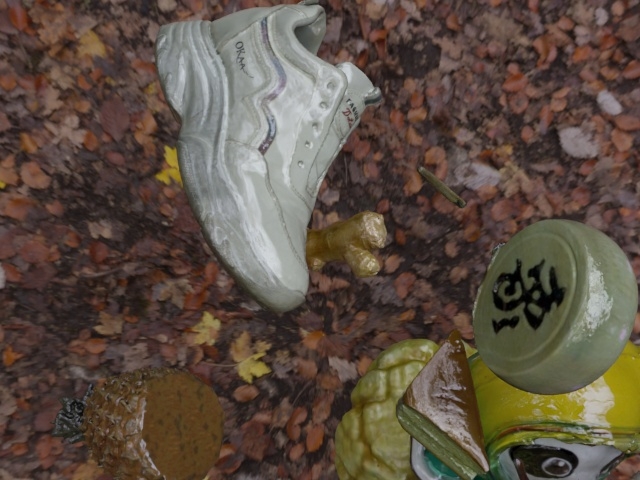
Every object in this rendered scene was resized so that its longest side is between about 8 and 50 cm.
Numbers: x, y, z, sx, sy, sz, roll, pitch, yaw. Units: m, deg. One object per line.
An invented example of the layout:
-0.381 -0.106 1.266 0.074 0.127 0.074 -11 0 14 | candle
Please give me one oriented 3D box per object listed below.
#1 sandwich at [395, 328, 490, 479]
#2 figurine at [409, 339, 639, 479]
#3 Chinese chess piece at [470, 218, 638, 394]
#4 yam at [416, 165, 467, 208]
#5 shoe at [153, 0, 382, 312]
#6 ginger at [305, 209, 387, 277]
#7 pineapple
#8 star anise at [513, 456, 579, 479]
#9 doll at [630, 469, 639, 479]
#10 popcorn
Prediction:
0.063 0.092 0.433 0.044 0.031 0.083 1 54 -9 | sandwich
0.273 0.219 1.003 0.324 0.340 0.231 9 52 -21 | figurine
0.185 0.053 0.633 0.058 0.144 0.144 22 83 -22 | Chinese chess piece
0.156 -0.068 1.010 0.107 0.014 0.014 32 82 -40 | yam
-0.035 -0.106 0.788 0.211 0.132 0.342 -20 68 4 | shoe
0.003 0.001 1.407 0.065 0.299 0.118 28 74 -40 | ginger
-0.327 0.313 1.306 0.362 0.202 0.202 -13 81 43 | pineapple
0.150 0.200 0.459 0.158 0.144 0.140 -34 63 27 | star anise
0.362 0.307 0.760 0.149 0.192 0.095 -36 118 -39 | doll
0.178 0.328 1.348 0.334 0.292 0.293 -7 70 -25 | popcorn
